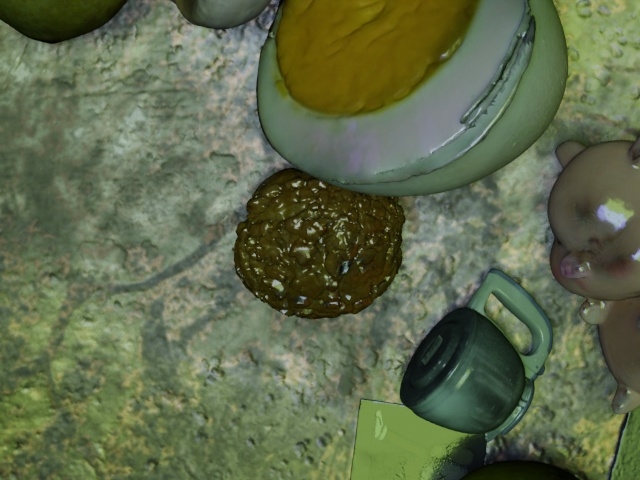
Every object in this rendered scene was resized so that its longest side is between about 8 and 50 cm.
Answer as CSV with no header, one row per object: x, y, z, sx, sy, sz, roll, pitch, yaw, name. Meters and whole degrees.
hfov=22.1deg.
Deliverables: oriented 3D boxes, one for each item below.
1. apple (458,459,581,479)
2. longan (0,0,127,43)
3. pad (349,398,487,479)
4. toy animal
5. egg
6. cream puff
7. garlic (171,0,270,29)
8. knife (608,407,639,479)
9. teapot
0.185,0.298,1.496,0.196,0.157,0.196,1,95,11,apple
-0.240,-0.267,1.481,0.154,0.145,0.176,8,85,-6,longan
0.089,0.254,1.577,0.127,0.004,0.190,7,96,3,pad
0.293,0.024,1.464,0.166,0.154,0.250,-12,107,44,toy animal
0.089,-0.144,1.457,0.286,0.174,0.264,-1,67,31,egg
0.000,0.000,1.502,0.165,0.115,0.150,-41,96,5,cream puff
-0.072,-0.295,1.453,0.142,0.178,0.229,4,59,-27,garlic
0.311,0.218,1.552,0.072,0.019,0.245,15,94,1,knife
0.148,0.119,1.526,0.108,0.149,0.111,36,136,-16,teapot
